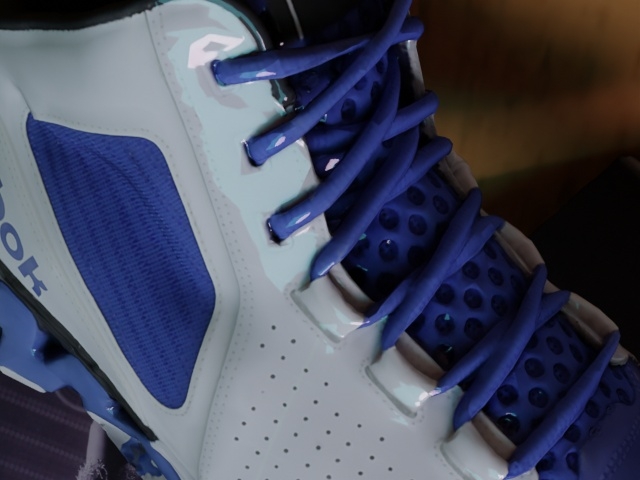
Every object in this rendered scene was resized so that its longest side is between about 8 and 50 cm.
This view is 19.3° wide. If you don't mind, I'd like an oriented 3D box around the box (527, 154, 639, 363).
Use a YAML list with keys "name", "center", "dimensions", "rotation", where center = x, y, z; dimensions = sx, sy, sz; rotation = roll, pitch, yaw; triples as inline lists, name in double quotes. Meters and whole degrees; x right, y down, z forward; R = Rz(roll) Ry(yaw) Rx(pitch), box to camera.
- name: "box"
  center: [0.092, 0.097, 0.697]
  dimensions: [0.207, 0.108, 0.153]
  rotation: [-42, 140, 3]

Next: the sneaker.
- name: "sneaker"
  center: [-0.001, -0.001, 0.534]
  dimensions: [0.315, 0.127, 0.182]
  rotation: [34, 137, 16]

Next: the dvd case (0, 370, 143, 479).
- name: "dvd case"
  center: [-0.073, 0.093, 0.701]
  dimensions: [0.164, 0.221, 0.018]
  rotation: [28, 163, -36]
